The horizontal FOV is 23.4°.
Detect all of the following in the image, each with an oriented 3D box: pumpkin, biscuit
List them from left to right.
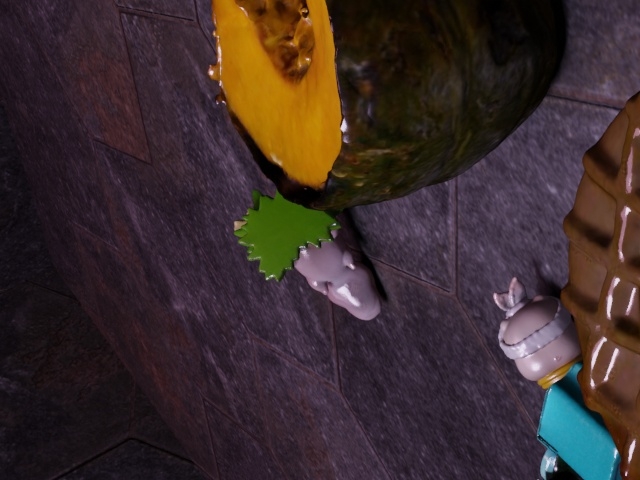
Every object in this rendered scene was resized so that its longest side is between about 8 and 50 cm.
[{"bbox_3d":[0.048,-0.160,1.290,0.303,0.225,0.256,-166,58,-71],"label":"pumpkin"},{"bbox_3d":[0.284,0.070,1.037,0.268,0.115,0.366,-52,53,53],"label":"biscuit"}]

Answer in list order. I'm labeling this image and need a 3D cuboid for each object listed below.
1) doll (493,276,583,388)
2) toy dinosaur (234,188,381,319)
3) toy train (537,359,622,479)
[{"bbox_3d":[0.212,0.092,1.471,0.127,0.073,0.084,58,-167,5],"label":"doll"},{"bbox_3d":[0.004,-0.006,1.847,0.194,0.152,0.177,47,-174,22],"label":"toy dinosaur"},{"bbox_3d":[0.259,0.153,1.236,0.107,0.198,0.154,44,142,41],"label":"toy train"}]
